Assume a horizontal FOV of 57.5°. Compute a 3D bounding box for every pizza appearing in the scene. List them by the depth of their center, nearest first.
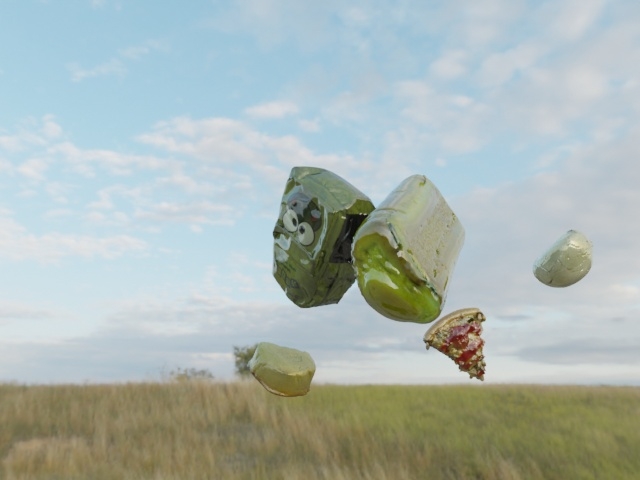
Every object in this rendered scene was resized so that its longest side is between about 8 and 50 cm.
[{"bbox_3d":[0.386,0.284,1.545,0.188,0.198,0.062,-29,-9,-13],"label":"pizza"}]

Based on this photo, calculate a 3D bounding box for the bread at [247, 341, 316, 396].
[{"bbox_3d":[-0.088,0.302,1.343,0.156,0.086,0.125,19,17,-10],"label":"bread"}]

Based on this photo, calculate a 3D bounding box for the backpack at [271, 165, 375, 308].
[{"bbox_3d":[0.000,0.000,1.080,0.140,0.253,0.207,-3,32,-38],"label":"backpack"}]

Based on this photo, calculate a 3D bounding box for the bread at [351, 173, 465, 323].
[{"bbox_3d":[0.140,0.005,0.928,0.112,0.166,0.383,-32,5,26],"label":"bread"}]

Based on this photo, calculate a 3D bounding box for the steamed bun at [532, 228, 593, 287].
[{"bbox_3d":[0.504,0.046,1.199,0.112,0.091,0.130,-25,-22,-51],"label":"steamed bun"}]
